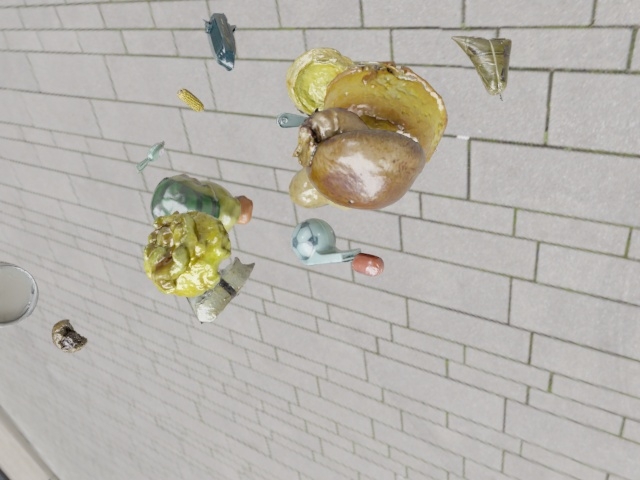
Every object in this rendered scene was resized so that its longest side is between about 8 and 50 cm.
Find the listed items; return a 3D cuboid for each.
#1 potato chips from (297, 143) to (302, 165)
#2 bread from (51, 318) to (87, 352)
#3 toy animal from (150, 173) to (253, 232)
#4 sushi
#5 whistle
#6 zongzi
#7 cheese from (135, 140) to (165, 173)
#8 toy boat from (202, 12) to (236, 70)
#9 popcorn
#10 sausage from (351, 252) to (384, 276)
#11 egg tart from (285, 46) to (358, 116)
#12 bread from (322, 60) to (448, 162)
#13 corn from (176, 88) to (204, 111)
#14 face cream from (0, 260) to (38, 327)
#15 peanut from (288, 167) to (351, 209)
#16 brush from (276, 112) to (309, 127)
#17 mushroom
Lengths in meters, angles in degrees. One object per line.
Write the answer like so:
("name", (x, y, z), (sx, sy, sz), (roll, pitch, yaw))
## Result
("potato chips", (-0.011, -0.315, 1.683), (0.049, 0.150, 0.202), (55, 158, 19))
("bread", (-0.784, 0.303, 1.686), (0.082, 0.060, 0.113), (-33, 112, 13))
("toy animal", (-0.351, -0.080, 1.575), (0.216, 0.338, 0.191), (22, 95, 15))
("sushi", (-0.323, 0.163, 1.852), (0.134, 0.272, 0.109), (58, 169, -10))
("whistle", (0.000, 0.000, 1.788), (0.289, 0.163, 0.164), (-6, 116, 50))
("zongzi", (0.460, -0.502, 1.599), (0.178, 0.081, 0.189), (7, 88, 2))
("cheese", (-0.500, -0.249, 1.615), (0.026, 0.121, 0.067), (36, 159, 3))
("toy boat", (-0.313, -0.641, 1.784), (0.093, 0.103, 0.246), (-53, 46, 42))
("popcorn", (-0.278, 0.024, 1.103), (0.197, 0.155, 0.198), (-19, 65, 46))
("sausage", (0.127, 0.067, 1.456), (0.094, 0.054, 0.059), (12, 164, 42))
("egg tart", (0.018, -0.530, 1.847), (0.278, 0.095, 0.279), (7, 138, 6))
("bread", (0.156, -0.286, 1.455), (0.336, 0.204, 0.358), (15, 145, 4))
("corn", (-0.371, -0.401, 1.562), (0.037, 0.037, 0.092), (6, 159, 37))
("face cream", (-0.878, 0.140, 1.471), (0.194, 0.175, 0.175), (5, 124, 46))
("peanut", (0.062, -0.185, 1.782), (0.387, 0.192, 0.169), (-5, 150, 34))
("brush", (0.001, -0.374, 1.754), (0.060, 0.296, 0.068), (46, 133, 50))
("mushroom", (0.073, -0.170, 1.198), (0.283, 0.195, 0.263), (28, 180, 1))
